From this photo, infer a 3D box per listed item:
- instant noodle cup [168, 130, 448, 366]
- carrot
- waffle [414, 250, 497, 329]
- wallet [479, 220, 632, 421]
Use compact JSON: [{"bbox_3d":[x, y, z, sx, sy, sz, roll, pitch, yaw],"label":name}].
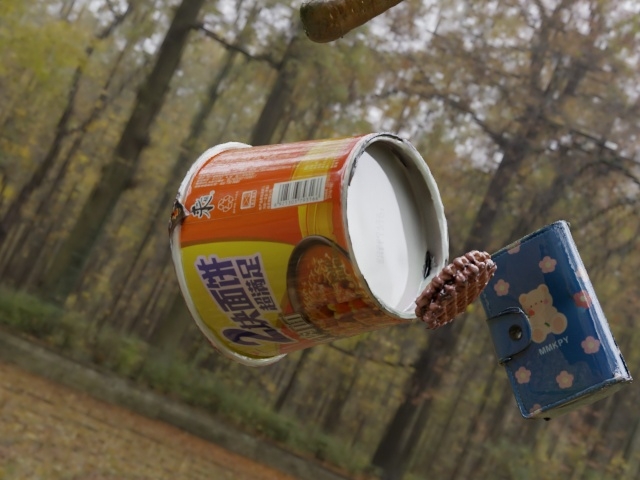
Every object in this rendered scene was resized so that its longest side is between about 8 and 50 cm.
[{"bbox_3d":[0.000,0.000,1.012,0.174,0.213,0.213,-10,-28,35],"label":"instant noodle cup"},{"bbox_3d":[0.108,-0.382,1.723,0.078,0.298,0.078,-25,90,-90],"label":"carrot"},{"bbox_3d":[0.113,0.041,0.952,0.029,0.075,0.083,46,29,21],"label":"waffle"},{"bbox_3d":[0.259,0.097,1.317,0.141,0.202,0.059,-31,-23,32],"label":"wallet"}]
